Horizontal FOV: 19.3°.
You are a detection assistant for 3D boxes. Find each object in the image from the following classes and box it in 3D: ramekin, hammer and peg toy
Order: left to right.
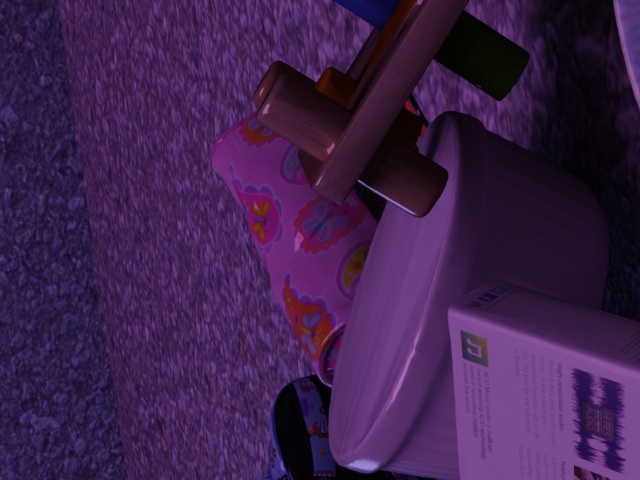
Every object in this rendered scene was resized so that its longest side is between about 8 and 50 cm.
[{"bbox_3d":[0.093,-0.192,1.244,0.361,0.127,0.266,-58,6,4],"label":"hammer and peg toy"},{"bbox_3d":[0.108,0.051,1.358,0.273,0.127,0.273,-162,90,-82],"label":"ramekin"}]

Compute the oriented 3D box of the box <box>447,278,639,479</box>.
[{"bbox_3d":[0.224,0.171,1.141,0.322,0.058,0.232,19,125,39],"label":"box"}]

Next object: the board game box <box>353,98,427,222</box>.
[{"bbox_3d":[0.062,-0.032,1.747,0.259,0.039,0.124,101,149,-49],"label":"board game box"}]

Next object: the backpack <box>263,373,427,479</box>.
[{"bbox_3d":[0.016,0.224,1.882,0.117,0.158,0.173,124,132,-58],"label":"backpack"}]

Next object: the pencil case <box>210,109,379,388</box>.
[{"bbox_3d":[0.000,0.000,1.721,0.124,0.124,0.284,95,154,-47],"label":"pencil case"}]

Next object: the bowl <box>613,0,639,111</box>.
[{"bbox_3d":[0.266,-0.110,0.837,0.289,0.156,0.289,164,90,-72],"label":"bowl"}]
